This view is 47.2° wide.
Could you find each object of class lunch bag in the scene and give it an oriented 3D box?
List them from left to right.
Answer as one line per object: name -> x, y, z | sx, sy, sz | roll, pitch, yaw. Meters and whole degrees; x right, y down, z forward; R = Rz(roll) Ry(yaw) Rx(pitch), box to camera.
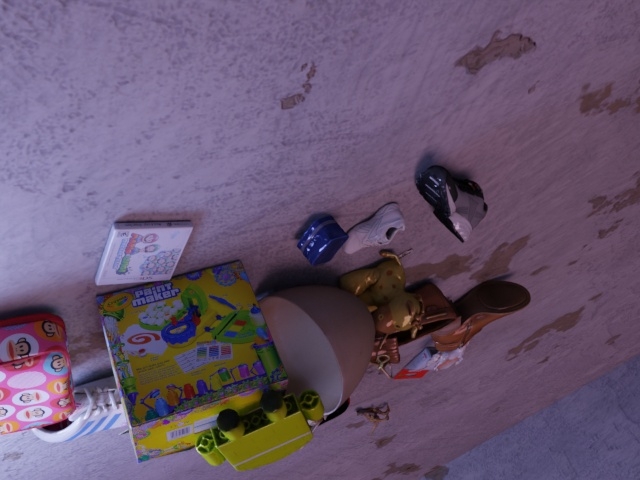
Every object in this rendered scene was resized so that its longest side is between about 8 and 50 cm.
lunch bag -> -0.599, 0.264, 1.369 | 0.258, 0.120, 0.293 | -10, 145, -24
lunch bag -> 0.000, 0.000, 1.464 | 0.067, 0.065, 0.098 | -12, 148, -50

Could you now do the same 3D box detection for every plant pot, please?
plant pot -> 0.010, 0.211, 1.618 | 0.190, 0.284, 0.284 | -29, 155, -37

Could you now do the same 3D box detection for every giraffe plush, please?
giraffe plush -> 0.162, 0.143, 1.685 | 0.210, 0.171, 0.181 | -38, 146, 19

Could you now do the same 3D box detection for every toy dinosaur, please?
toy dinosaur -> 0.182, 0.600, 2.491 | 0.112, 0.064, 0.211 | -15, 142, 17

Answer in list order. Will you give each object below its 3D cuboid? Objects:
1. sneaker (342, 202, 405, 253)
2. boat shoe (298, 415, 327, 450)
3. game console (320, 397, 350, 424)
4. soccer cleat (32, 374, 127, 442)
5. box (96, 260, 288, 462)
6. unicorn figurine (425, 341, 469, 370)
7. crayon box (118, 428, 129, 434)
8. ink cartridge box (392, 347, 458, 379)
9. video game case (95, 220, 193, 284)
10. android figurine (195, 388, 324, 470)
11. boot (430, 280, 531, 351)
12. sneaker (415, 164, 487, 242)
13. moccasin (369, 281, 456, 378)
sneaker -> 0.110, -0.013, 1.527 | 0.152, 0.061, 0.053 | -37, 148, 20
boat shoe -> -0.017, 0.444, 1.980 | 0.121, 0.110, 0.341 | -1, 136, -29
game console -> -0.114, 0.484, 2.111 | 0.386, 0.060, 0.342 | -26, 142, -2
soccer cleat -> -0.466, 0.354, 1.588 | 0.331, 0.116, 0.143 | -20, 159, -7
box -> -0.249, 0.226, 1.411 | 0.289, 0.279, 0.177 | -14, 147, -18
unicorn figurine -> 0.393, 0.333, 2.184 | 0.161, 0.060, 0.111 | -27, 149, -33
crayon box -> -0.323, 0.448, 1.797 | 0.202, 0.081, 0.318 | -32, 163, 10
ink cartridge box -> 0.333, 0.401, 2.308 | 0.145, 0.045, 0.179 | 6, 134, -40
video game case -> -0.317, 0.023, 1.314 | 0.143, 0.019, 0.157 | -2, 141, -33
android figurine -> -0.107, 0.364, 1.396 | 0.248, 0.056, 0.273 | -24, 149, -4
boot -> 0.445, 0.227, 2.066 | 0.283, 0.109, 0.220 | -21, 147, -5
sneaker -> 0.277, -0.094, 1.509 | 0.108, 0.100, 0.271 | -44, 150, 3
moccasin -> 0.165, 0.256, 1.837 | 0.379, 0.147, 0.139 | -27, 152, -13
